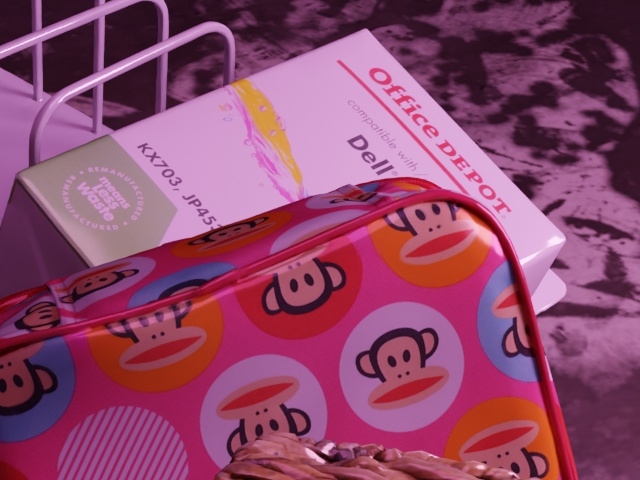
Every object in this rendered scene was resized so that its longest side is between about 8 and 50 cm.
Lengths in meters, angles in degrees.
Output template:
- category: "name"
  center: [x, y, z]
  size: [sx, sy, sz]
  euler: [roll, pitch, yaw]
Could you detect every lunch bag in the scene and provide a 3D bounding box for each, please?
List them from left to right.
- category: "lunch bag"
  center: [-0.021, 0.122, 0.930]
  size: [0.293, 0.258, 0.120]
  euler: [-18, 11, -10]

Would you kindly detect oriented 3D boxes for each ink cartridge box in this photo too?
- category: "ink cartridge box"
  center: [0.000, 0.000, 1.158]
  size: [0.353, 0.119, 0.207]
  euler: [-27, 66, -36]

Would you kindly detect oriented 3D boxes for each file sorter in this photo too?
- category: "file sorter"
  center: [-0.216, -0.098, 1.275]
  size: [0.278, 0.173, 0.193]
  euler: [29, 42, 31]

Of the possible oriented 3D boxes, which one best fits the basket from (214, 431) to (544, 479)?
- category: "basket"
  center: [0.061, 0.240, 0.791]
  size: [0.299, 0.223, 0.213]
  euler: [17, 32, 13]
